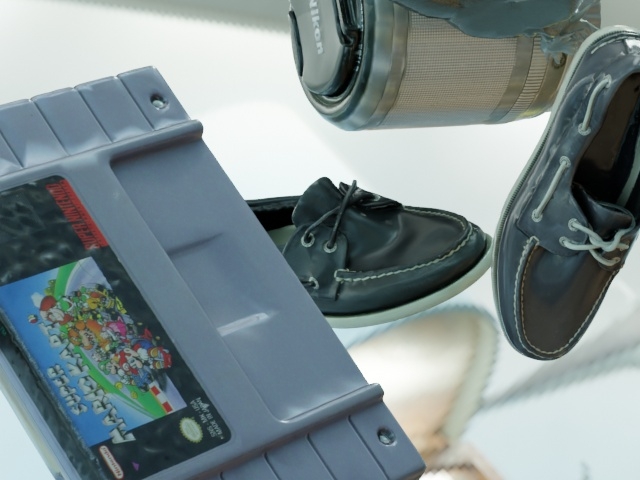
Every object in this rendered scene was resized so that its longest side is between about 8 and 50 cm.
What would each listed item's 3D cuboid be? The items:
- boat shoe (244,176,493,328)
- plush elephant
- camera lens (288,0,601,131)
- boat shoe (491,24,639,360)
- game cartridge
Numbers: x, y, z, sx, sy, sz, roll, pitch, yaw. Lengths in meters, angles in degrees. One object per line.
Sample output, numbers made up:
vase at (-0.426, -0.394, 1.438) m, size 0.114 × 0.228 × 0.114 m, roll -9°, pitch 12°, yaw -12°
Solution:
boat shoe at (0.002, -0.003, 1.750) m, size 0.127 × 0.340 × 0.113 m, roll -45°, pitch -61°, yaw -33°
plush elephant at (0.174, -0.332, 1.808) m, size 0.272 × 0.255 × 0.330 m, roll -12°, pitch -17°, yaw 22°
camera lens at (0.119, -0.225, 2.008) m, size 0.274 × 0.219 × 0.219 m, roll -4°, pitch -41°, yaw -24°
boat shoe at (0.150, -0.019, 1.122) m, size 0.075 × 0.065 × 0.206 m, roll 13°, pitch -72°, yaw -11°
game cartridge at (-0.112, 0.051, 1.285) m, size 0.230 × 0.355 × 0.068 m, roll -18°, pitch -24°, yaw -43°
